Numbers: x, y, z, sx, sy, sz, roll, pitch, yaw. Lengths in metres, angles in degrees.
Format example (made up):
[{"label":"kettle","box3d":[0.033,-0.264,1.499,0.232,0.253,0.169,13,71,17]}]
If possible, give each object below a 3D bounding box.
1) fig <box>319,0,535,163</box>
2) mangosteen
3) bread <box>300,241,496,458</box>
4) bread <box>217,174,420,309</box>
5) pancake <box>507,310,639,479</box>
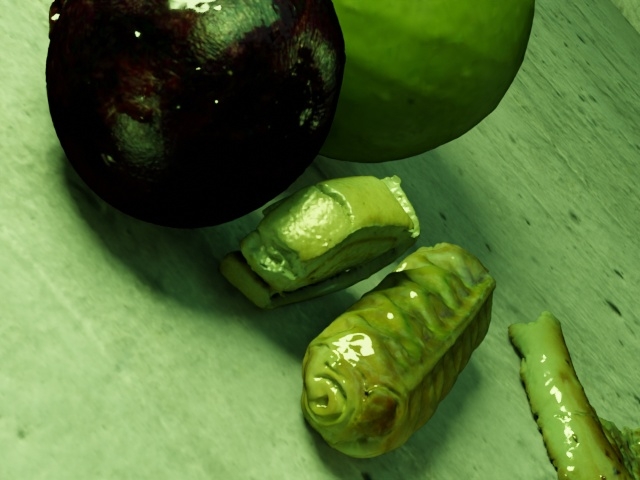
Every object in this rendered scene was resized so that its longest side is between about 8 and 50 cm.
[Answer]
[{"label":"fig","box3d":[0.011,-0.217,0.948,0.316,0.316,0.316,34,32,-25]},{"label":"mangosteen","box3d":[-0.104,-0.125,0.788,0.211,0.211,0.250,12,16,-47]},{"label":"bread","box3d":[0.063,0.080,0.862,0.087,0.098,0.269,11,20,21]},{"label":"bread","box3d":[0.000,0.000,0.837,0.156,0.117,0.064,-6,61,-56]},{"label":"pancake","box3d":[0.302,0.224,1.051,0.376,0.054,0.197,53,28,6]}]
